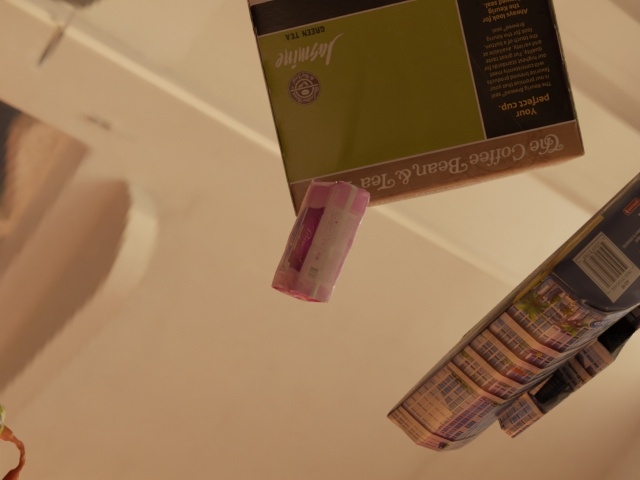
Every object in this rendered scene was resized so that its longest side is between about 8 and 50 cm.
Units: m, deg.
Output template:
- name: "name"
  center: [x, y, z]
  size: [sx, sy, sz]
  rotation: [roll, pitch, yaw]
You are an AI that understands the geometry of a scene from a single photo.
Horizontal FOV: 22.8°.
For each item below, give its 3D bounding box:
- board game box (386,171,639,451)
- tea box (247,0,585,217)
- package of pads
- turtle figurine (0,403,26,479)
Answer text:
- name: "board game box"
  center: [0.128, 0.042, 0.837]
  size: [0.060, 0.194, 0.194]
  rotation: [46, -45, 6]
- name: "tea box"
  center: [0.108, -0.213, 1.821]
  size: [0.329, 0.220, 0.324]
  rotation: [-11, -90, 8]
- name: "package of pads"
  center: [0.000, 0.000, 1.064]
  size: [0.083, 0.032, 0.050]
  rotation: [-68, -160, -6]
- name: "turtle figurine"
  center: [-0.275, 0.131, 1.018]
  size: [0.087, 0.269, 0.217]
  rotation: [-6, -72, 30]
